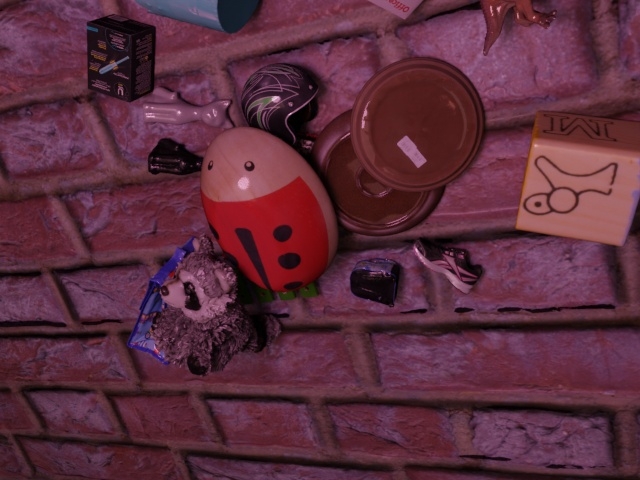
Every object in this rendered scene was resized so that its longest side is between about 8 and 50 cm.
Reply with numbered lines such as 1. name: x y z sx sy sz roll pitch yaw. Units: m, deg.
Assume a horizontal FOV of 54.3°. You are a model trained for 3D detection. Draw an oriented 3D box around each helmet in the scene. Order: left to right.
1. helmet: -0.087 -0.299 1.343 0.169 0.169 0.161 13 138 15

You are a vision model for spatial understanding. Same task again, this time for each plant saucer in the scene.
1. plant saucer: 0.123 -0.141 1.373 0.311 0.050 0.310 3 115 6
2. plant saucer: 0.200 -0.231 1.279 0.278 0.041 0.277 0 107 0

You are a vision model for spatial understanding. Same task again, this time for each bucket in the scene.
1. bucket: -0.222 -0.544 1.198 0.183 0.281 0.281 22 124 7

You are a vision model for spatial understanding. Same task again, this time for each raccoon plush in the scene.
1. raccoon plush: -0.223 0.130 1.534 0.216 0.446 0.299 36 111 18

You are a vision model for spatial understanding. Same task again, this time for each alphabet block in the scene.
1. alphabet block: 0.492 -0.123 1.191 0.197 0.193 0.192 12 120 16

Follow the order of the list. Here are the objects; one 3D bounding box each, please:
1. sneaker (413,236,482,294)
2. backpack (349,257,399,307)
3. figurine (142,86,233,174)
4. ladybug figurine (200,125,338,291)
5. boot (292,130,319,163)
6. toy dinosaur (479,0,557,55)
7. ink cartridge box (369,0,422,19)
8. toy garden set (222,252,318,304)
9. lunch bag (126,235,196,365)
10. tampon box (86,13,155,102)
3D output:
1. sneaker: 0.298 0.041 1.447 0.178 0.072 0.077 35 113 -9
2. backpack: 0.132 0.096 1.523 0.114 0.084 0.105 9 122 13
3. figurine: -0.309 -0.253 1.513 0.210 0.092 0.214 8 120 8
4. ladybug figurine: -0.122 -0.037 1.394 0.305 0.162 0.449 0 133 28
5. boot: -0.089 -0.174 1.466 0.237 0.085 0.178 14 118 14
6. toy dinosaur: 0.341 -0.478 1.075 0.200 0.127 0.295 30 129 -10
7. ink cartridge box: 0.160 -0.522 1.110 0.219 0.160 0.092 -43 58 34
8. toy garden set: -0.140 0.063 1.639 0.244 0.049 0.203 -9 116 27
9. lunch bag: -0.389 0.144 1.676 0.138 0.221 0.293 23 124 8
10. tampon box: -0.464 -0.425 1.458 0.120 0.101 0.161 20 124 11
